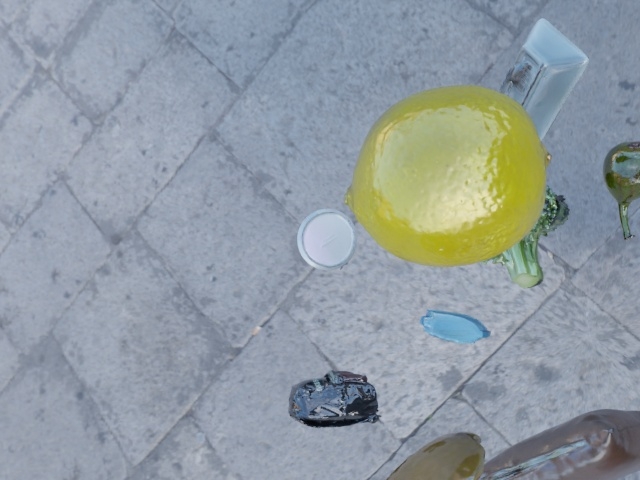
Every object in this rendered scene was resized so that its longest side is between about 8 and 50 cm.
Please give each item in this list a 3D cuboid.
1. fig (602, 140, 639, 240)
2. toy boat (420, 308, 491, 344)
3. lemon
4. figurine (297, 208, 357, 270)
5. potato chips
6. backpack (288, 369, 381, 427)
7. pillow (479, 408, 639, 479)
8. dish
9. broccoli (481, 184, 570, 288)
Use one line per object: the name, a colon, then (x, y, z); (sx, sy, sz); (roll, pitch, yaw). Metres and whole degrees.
fig: (0.830, -0.138, 1.515); (0.152, 0.151, 0.259); (6, 121, 26)
toy boat: (0.420, 0.268, 1.770); (0.215, 0.102, 0.088); (10, 90, 14)
lemon: (0.122, -0.061, 0.562); (0.203, 0.178, 0.178); (-11, 77, 8)
figurine: (0.000, 0.000, 1.232); (0.132, 0.154, 0.132); (0, 90, -14)
potato chips: (0.072, 0.247, 0.517); (0.202, 0.150, 0.049); (-43, 91, -4)
backpack: (0.022, 0.302, 1.089); (0.120, 0.165, 0.105); (152, 123, -67)
pillow: (0.451, 0.374, 0.980); (0.308, 0.306, 0.108); (-47, 45, 40)
dish: (0.502, -0.377, 1.360); (0.243, 0.080, 0.181); (106, 147, -47)
broccoli: (0.584, -0.031, 1.722); (0.277, 0.317, 0.338); (7, 122, -8)
